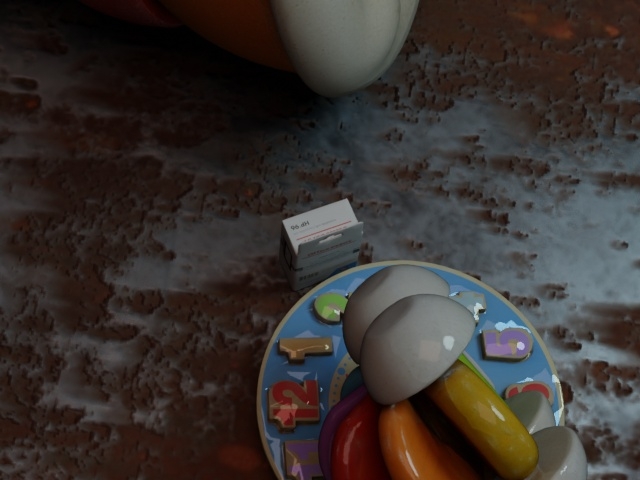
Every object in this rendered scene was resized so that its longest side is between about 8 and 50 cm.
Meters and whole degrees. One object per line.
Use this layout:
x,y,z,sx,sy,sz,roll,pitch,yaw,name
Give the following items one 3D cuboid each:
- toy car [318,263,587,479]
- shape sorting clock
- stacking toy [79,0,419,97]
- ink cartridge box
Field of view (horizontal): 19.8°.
0.062,0.113,1.101,0.136,0.182,0.159,-41,104,3,toy car
0.060,0.108,1.207,0.206,0.040,0.206,1,68,-3,shape sorting clock
-0.173,-0.277,1.250,0.480,0.350,0.350,3,66,15,stacking toy
0.000,0.000,1.224,0.048,0.083,0.028,-20,70,-12,ink cartridge box
